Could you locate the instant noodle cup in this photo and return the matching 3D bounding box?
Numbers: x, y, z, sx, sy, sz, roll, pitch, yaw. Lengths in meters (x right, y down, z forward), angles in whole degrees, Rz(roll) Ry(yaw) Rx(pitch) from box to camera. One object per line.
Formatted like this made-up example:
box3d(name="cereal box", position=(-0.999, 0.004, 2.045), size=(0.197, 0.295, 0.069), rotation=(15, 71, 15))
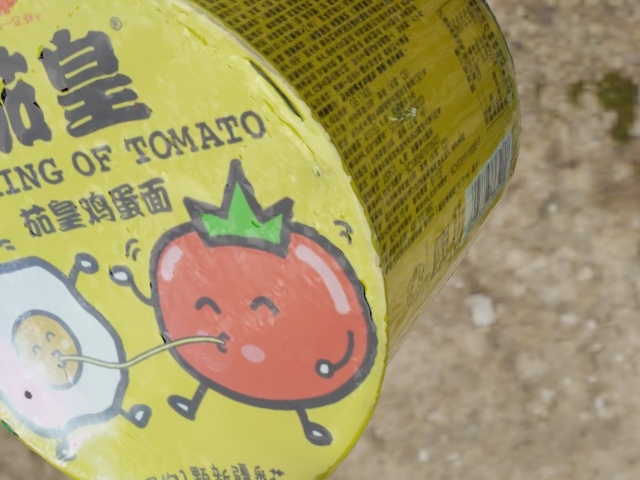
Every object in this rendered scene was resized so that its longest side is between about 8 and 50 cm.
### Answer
box3d(name="instant noodle cup", position=(-0.026, -0.024, 0.628), size=(0.182, 0.144, 0.182), rotation=(15, 122, 26))
